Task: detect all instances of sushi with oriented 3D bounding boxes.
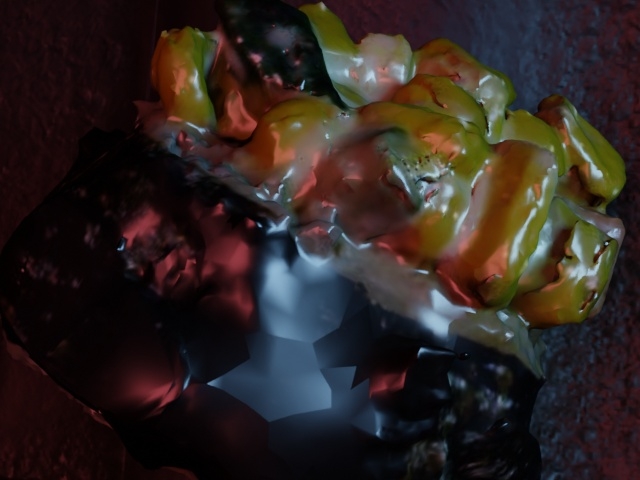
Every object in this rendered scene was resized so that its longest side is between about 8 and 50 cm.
[{"bbox_3d":[0.000,0.000,0.980,0.328,0.328,0.285,35,100,38],"label":"sushi"}]
